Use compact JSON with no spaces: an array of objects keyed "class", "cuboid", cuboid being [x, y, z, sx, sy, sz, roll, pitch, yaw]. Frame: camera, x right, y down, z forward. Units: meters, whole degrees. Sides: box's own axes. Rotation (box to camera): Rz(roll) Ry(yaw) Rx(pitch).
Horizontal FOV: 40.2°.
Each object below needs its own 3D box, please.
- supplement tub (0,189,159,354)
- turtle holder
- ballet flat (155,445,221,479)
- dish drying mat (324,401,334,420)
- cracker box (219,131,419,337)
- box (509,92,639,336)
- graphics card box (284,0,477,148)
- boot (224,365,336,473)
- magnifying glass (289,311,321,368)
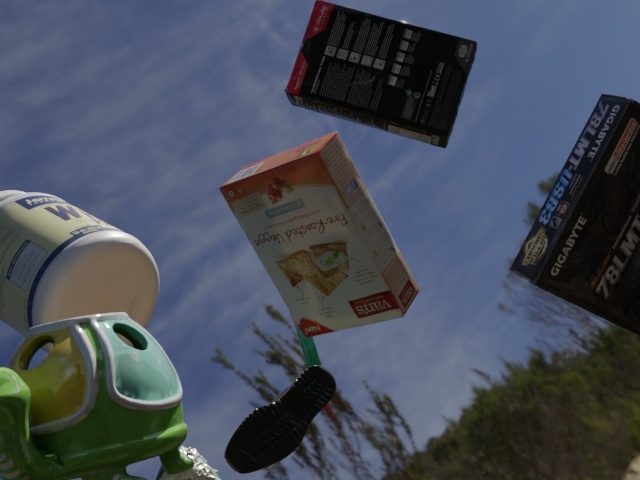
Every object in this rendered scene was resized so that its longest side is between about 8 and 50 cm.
[{"class":"supplement tub","cuboid":[-0.463,0.053,1.512,0.235,0.325,0.235,-28,-51,-40]},{"class":"turtle holder","cuboid":[-0.330,0.219,1.144,0.320,0.243,0.227,-5,-98,-43]},{"class":"ballet flat","cuboid":[-0.288,0.544,1.461,0.409,0.147,0.147,-61,-34,1]},{"class":"dish drying mat","cuboid":[0.006,0.253,1.367,0.008,0.032,0.083,-17,-35,6]},{"class":"cracker box","cuboid":[0.000,0.000,1.079,0.232,0.156,0.067,60,-143,-17]},{"class":"box","cuboid":[0.465,-0.025,1.306,0.293,0.073,0.295,25,-86,-30]},{"class":"graphics card box","cuboid":[0.134,-0.366,1.916,0.094,0.371,0.232,65,-138,-76]},{"class":"boot","cuboid":[-0.069,0.272,1.230,0.198,0.077,0.137,-33,-11,-38]},{"class":"magnifying glass","cuboid":[-0.031,0.166,1.555,0.026,0.231,0.092,-14,-55,-5]}]
